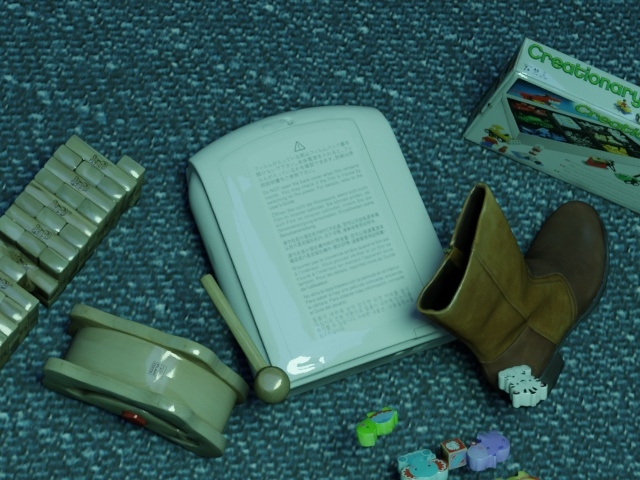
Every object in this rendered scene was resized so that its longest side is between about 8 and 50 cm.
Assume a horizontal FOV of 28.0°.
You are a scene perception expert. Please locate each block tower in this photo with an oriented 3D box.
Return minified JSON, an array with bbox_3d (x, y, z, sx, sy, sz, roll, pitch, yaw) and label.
[{"bbox_3d":[-0.324,0.036,1.367,0.097,0.091,0.335,37,68,1],"label":"block tower"}]

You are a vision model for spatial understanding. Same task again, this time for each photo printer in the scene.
[{"bbox_3d":[0.000,0.000,1.438,0.256,0.107,0.307,-18,76,-17],"label":"photo printer"}]

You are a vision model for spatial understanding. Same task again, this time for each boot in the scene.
[{"bbox_3d":[0.209,0.016,1.398,0.096,0.280,0.264,19,72,39],"label":"boot"}]

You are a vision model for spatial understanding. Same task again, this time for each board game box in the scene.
[{"bbox_3d":[0.339,-0.117,1.503,0.305,0.193,0.053,23,69,-4],"label":"board game box"}]

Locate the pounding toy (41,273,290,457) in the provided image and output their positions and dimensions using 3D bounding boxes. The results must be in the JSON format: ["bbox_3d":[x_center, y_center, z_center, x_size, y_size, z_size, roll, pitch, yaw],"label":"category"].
[{"bbox_3d":[-0.148,0.127,1.355,0.269,0.154,0.155,17,68,15],"label":"pounding toy"}]

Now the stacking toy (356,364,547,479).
[{"bbox_3d":[0.142,0.237,1.364,0.221,0.167,0.052,-14,32,-16],"label":"stacking toy"}]
